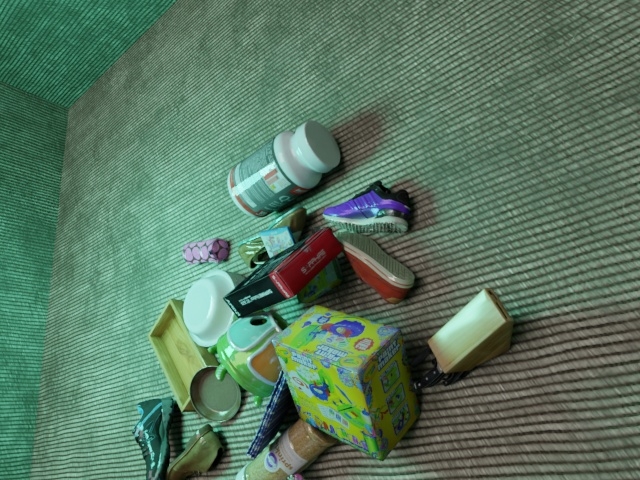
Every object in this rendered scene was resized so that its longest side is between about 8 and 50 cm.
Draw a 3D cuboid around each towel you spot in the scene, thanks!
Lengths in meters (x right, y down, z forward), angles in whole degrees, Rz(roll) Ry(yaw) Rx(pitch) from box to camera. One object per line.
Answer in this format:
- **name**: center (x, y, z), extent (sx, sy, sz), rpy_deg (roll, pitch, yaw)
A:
- **towel**: center (-0.108, 0.443, 1.522), extent (0.040, 0.243, 0.336), rpy_deg (23, 94, 13)

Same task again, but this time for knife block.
- **knife block**: center (0.308, 0.244, 1.196), extent (0.242, 0.276, 0.088), rpy_deg (-26, 56, 0)

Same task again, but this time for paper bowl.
- **paper bowl**: center (-0.387, 0.245, 1.894), extent (0.284, 0.148, 0.284), rpy_deg (-16, 65, 39)

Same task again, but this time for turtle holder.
- **turtle holder**: center (-0.189, 0.340, 1.651), extent (0.243, 0.320, 0.227), rpy_deg (43, 95, -3)

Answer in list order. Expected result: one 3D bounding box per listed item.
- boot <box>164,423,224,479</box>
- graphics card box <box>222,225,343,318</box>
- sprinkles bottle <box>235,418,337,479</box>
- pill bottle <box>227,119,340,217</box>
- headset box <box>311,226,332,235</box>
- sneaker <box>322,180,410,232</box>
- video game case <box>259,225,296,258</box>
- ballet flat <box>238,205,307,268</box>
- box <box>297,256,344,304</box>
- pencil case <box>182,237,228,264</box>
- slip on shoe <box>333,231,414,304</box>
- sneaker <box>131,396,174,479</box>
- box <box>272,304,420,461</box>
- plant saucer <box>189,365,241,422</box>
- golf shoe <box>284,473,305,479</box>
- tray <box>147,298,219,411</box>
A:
- **boot**: center (-0.440, 0.783, 1.812), extent (0.115, 0.112, 0.305), rpy_deg (43, 113, 20)
- **graphics card box**: center (-0.119, 0.102, 1.548), extent (0.094, 0.233, 0.371), rpy_deg (53, 143, -8)
- **sprinkles bottle**: center (-0.103, 0.636, 1.527), extent (0.355, 0.121, 0.121), rpy_deg (-47, 51, 21)
- **pill bottle**: center (-0.125, -0.238, 1.756), extent (0.363, 0.210, 0.210), rpy_deg (-28, 60, 34)
- **headset box**: center (0.000, 0.000, 1.691), extent (0.062, 0.032, 0.083), rpy_deg (-1, 75, 42)
- **sneaker**: center (0.144, -0.104, 1.554), extent (0.293, 0.102, 0.146), rpy_deg (4, 76, 38)
- **video game case**: center (-0.123, 0.037, 1.725), extent (0.119, 0.015, 0.166), rpy_deg (-10, 111, 34)
- **ballet flat**: center (-0.153, 0.007, 1.788), extent (0.342, 0.116, 0.124), rpy_deg (-30, 79, 33)
- **box**: center (-0.012, 0.125, 1.657), extent (0.179, 0.043, 0.105), rpy_deg (-33, 57, 28)
- **pencil case**: center (-0.459, 0.048, 2.062), extent (0.209, 0.095, 0.098), rpy_deg (-7, 88, 43)
- **slip on shoe**: center (0.134, 0.068, 1.496), extent (0.331, 0.123, 0.101), rpy_deg (41, 123, 43)
- **sneaker**: center (-0.617, 0.738, 1.903), extent (0.341, 0.139, 0.125), rpy_deg (-101, 18, -48)
- **box**: center (0.066, 0.350, 1.329), extent (0.290, 0.177, 0.279), rpy_deg (10, 126, 43)
- **plant saucer**: center (-0.360, 0.528, 1.810), extent (0.198, 0.036, 0.199), rpy_deg (1, 93, 16)
- **golf shoe**: center (-0.111, 0.793, 1.473), extent (0.306, 0.140, 0.115), rpy_deg (-47, 13, 23)
- **tray**: center (-0.531, 0.434, 2.017), extent (0.203, 0.076, 0.411), rpy_deg (-56, 47, 15)
